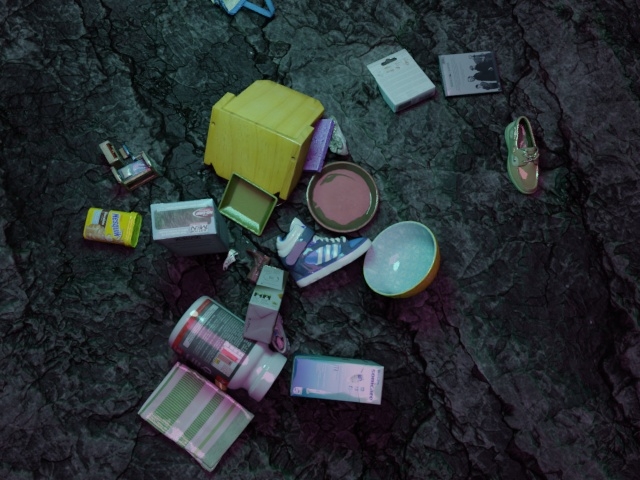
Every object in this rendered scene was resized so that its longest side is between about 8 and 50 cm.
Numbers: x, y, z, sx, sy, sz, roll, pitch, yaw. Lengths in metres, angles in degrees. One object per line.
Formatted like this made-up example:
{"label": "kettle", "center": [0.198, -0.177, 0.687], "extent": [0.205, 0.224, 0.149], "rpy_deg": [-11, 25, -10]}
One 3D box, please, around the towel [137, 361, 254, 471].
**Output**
{"label": "towel", "center": [-0.429, 0.598, 1.643], "extent": [0.325, 0.038, 0.248], "rpy_deg": [38, 90, 2]}

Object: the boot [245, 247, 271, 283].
{"label": "boot", "center": [-0.250, 0.094, 1.763], "extent": [0.106, 0.037, 0.114], "rpy_deg": [26, 84, 2]}

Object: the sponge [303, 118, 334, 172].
{"label": "sponge", "center": [-0.026, -0.362, 1.826], "extent": [0.117, 0.031, 0.210], "rpy_deg": [10, 79, 32]}

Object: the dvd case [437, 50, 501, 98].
{"label": "dvd case", "center": [0.606, -0.676, 1.959], "extent": [0.238, 0.029, 0.179], "rpy_deg": [-7, 82, -5]}

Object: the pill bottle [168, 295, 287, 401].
{"label": "pill bottle", "center": [-0.307, 0.367, 1.623], "extent": [0.363, 0.210, 0.210], "rpy_deg": [35, 80, 2]}

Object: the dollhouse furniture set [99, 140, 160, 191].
{"label": "dollhouse furniture set", "center": [-0.697, -0.298, 1.740], "extent": [0.129, 0.129, 0.184], "rpy_deg": [-31, 84, -9]}

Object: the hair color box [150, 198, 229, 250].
{"label": "hair color box", "center": [-0.418, -0.032, 1.595], "extent": [0.185, 0.374, 0.114], "rpy_deg": [-7, 81, -6]}

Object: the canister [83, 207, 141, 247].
{"label": "canister", "center": [-0.745, -0.048, 1.725], "extent": [0.169, 0.073, 0.126], "rpy_deg": [8, 80, -2]}

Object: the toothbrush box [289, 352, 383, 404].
{"label": "toothbrush box", "center": [0.048, 0.464, 1.634], "extent": [0.295, 0.216, 0.126], "rpy_deg": [8, 81, -3]}

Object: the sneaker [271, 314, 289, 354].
{"label": "sneaker", "center": [-0.159, 0.317, 1.709], "extent": [0.071, 0.083, 0.191], "rpy_deg": [-25, 82, -7]}

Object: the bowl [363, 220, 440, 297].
{"label": "bowl", "center": [0.315, 0.092, 1.731], "extent": [0.156, 0.289, 0.289], "rpy_deg": [37, 76, -42]}

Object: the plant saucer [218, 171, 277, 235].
{"label": "plant saucer", "center": [-0.260, -0.138, 1.752], "extent": [0.188, 0.188, 0.045], "rpy_deg": [31, 36, 1]}

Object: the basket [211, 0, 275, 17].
{"label": "basket", "center": [-0.321, -0.983, 1.827], "extent": [0.289, 0.255, 0.201], "rpy_deg": [25, 78, 19]}

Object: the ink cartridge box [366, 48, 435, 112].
{"label": "ink cartridge box", "center": [0.320, -0.641, 1.930], "extent": [0.189, 0.066, 0.232], "rpy_deg": [-26, 63, -8]}

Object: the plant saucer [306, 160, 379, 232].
{"label": "plant saucer", "center": [0.083, -0.163, 1.828], "extent": [0.277, 0.041, 0.278], "rpy_deg": [1, 80, -5]}

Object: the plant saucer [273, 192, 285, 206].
{"label": "plant saucer", "center": [-0.191, -0.205, 1.818], "extent": [0.168, 0.029, 0.168], "rpy_deg": [1, 82, -4]}

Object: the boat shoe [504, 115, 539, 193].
{"label": "boat shoe", "center": [0.799, -0.334, 1.883], "extent": [0.109, 0.098, 0.302], "rpy_deg": [-5, 81, -5]}

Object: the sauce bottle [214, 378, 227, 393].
{"label": "sauce bottle", "center": [-0.348, 0.520, 1.681], "extent": [0.042, 0.042, 0.128], "rpy_deg": [-3, 82, -5]}

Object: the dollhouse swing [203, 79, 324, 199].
{"label": "dollhouse swing", "center": [-0.193, -0.389, 1.806], "extent": [0.346, 0.305, 0.315], "rpy_deg": [24, 122, 8]}

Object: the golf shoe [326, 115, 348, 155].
{"label": "golf shoe", "center": [0.061, -0.399, 1.860], "extent": [0.069, 0.086, 0.176], "rpy_deg": [-26, 59, 29]}

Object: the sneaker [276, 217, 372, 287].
{"label": "sneaker", "center": [0.000, 0.000, 1.745], "extent": [0.322, 0.130, 0.236], "rpy_deg": [-29, 90, -2]}

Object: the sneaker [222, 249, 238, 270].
{"label": "sneaker", "center": [-0.329, 0.075, 1.759], "extent": [0.037, 0.032, 0.083], "rpy_deg": [23, 81, -2]}

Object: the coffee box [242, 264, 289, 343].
{"label": "coffee box", "center": [-0.181, 0.209, 1.624], "extent": [0.098, 0.246, 0.141], "rpy_deg": [15, 117, -2]}
